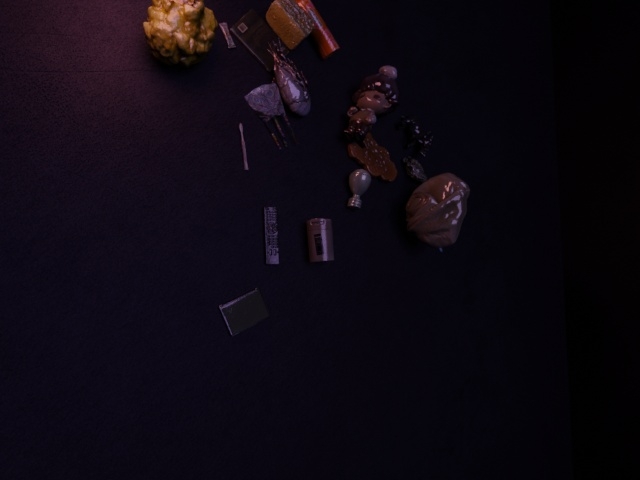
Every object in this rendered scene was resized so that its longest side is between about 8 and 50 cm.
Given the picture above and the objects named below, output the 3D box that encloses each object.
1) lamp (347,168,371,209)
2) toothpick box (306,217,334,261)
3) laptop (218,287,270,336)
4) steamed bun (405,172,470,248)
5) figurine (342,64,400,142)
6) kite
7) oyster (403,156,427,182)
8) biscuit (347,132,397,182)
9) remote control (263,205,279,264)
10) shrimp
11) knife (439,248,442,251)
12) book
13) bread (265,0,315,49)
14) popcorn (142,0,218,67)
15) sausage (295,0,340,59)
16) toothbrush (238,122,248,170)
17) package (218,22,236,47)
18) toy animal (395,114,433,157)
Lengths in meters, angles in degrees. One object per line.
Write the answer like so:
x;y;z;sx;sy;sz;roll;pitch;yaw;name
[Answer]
0.177;-0.241;1.964;0.106;0.106;0.192;14;85;-30;lamp
0.000;0.000;1.803;0.111;0.111;0.180;-1;85;-33;toothpick box
-0.293;0.275;1.632;0.180;0.016;0.129;-24;96;-32;laptop
0.552;-0.151;2.074;0.255;0.342;0.367;16;79;-4;steamed bun
0.222;-0.638;1.983;0.365;0.218;0.206;-48;118;-27;figurine
-0.193;-0.524;1.795;0.152;0.015;0.285;-32;103;-14;kite
0.501;-0.367;2.211;0.177;0.064;0.125;55;44;-2;oyster
0.261;-0.400;2.070;0.295;0.044;0.186;43;66;-18;biscuit
-0.203;-0.021;1.727;0.063;0.025;0.245;2;83;-31;remote control
-0.132;-0.704;1.817;0.145;0.116;0.343;-35;111;-30;shrimp
0.632;0.021;2.264;0.027;0.010;0.096;-37;105;-32;knife
-0.258;-0.861;1.815;0.228;0.024;0.160;44;64;-20;book
-0.136;-0.959;1.844;0.196;0.138;0.102;42;59;-20;bread
-0.508;-0.781;1.537;0.286;0.215;0.252;-61;153;-29;popcorn
-0.030;-1.000;1.942;0.093;0.093;0.312;-43;106;-30;sausage
-0.315;-0.382;1.713;0.014;0.017;0.194;-7;87;-34;toothbrush
-0.384;-0.847;1.738;0.037;0.015;0.110;-23;94;-27;package
0.505;-0.554;2.204;0.146;0.115;0.245;-28;98;-32;toy animal
